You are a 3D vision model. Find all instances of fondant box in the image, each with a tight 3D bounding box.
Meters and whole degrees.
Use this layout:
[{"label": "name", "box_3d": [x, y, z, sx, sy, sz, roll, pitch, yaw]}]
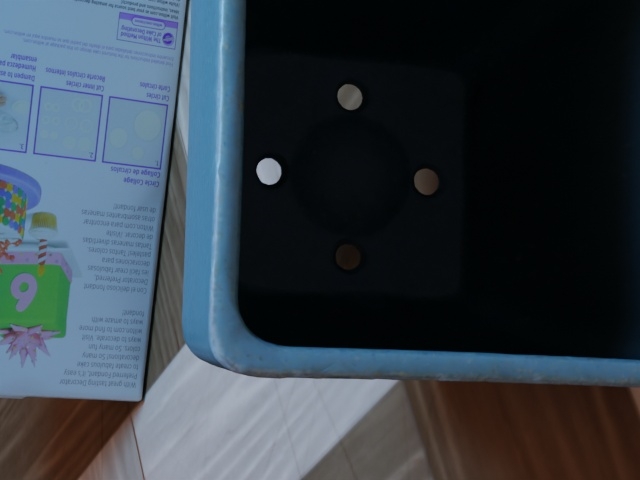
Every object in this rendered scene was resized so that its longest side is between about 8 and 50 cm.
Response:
[{"label": "fondant box", "box_3d": [-0.241, -0.049, 1.229, 0.096, 0.238, 0.330, 7, 91, 58]}]

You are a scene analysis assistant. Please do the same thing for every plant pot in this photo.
[{"label": "plant pot", "box_3d": [0.045, -0.049, 0.780, 0.252, 0.247, 0.248, 154, 118, -73]}]

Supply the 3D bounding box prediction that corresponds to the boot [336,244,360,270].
[{"label": "boot", "box_3d": [0.000, 0.000, 1.022, 0.087, 0.042, 0.118, 42, 120, 55]}]
